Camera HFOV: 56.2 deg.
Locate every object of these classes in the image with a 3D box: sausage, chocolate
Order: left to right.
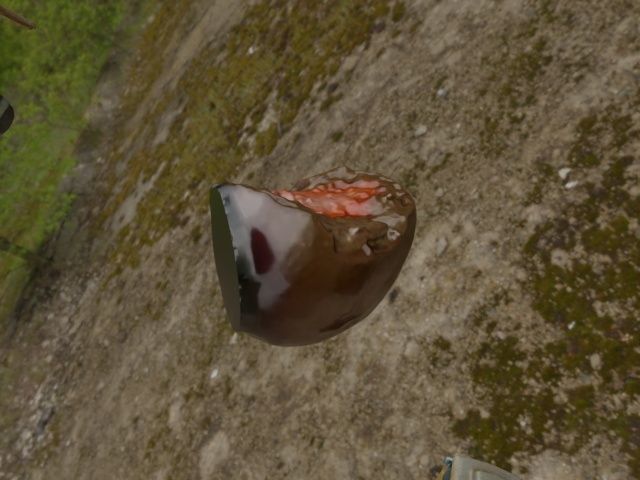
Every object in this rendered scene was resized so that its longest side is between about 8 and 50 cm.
[{"bbox_3d":[-0.490,-0.354,0.928,0.015,0.100,0.015,-33,45,41],"label":"sausage"},{"bbox_3d":[0.000,0.000,0.386,0.127,0.133,0.124,99,157,-52],"label":"chocolate"}]

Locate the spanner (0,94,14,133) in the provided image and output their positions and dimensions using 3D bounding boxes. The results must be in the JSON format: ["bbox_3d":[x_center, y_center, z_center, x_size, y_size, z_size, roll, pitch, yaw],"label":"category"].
[{"bbox_3d":[-0.487,-0.277,0.786,0.024,0.316,0.087,23,43,27],"label":"spanner"}]

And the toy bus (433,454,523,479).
[{"bbox_3d":[0.148,0.308,0.591,0.182,0.091,0.103,-64,-8,-52],"label":"toy bus"}]
